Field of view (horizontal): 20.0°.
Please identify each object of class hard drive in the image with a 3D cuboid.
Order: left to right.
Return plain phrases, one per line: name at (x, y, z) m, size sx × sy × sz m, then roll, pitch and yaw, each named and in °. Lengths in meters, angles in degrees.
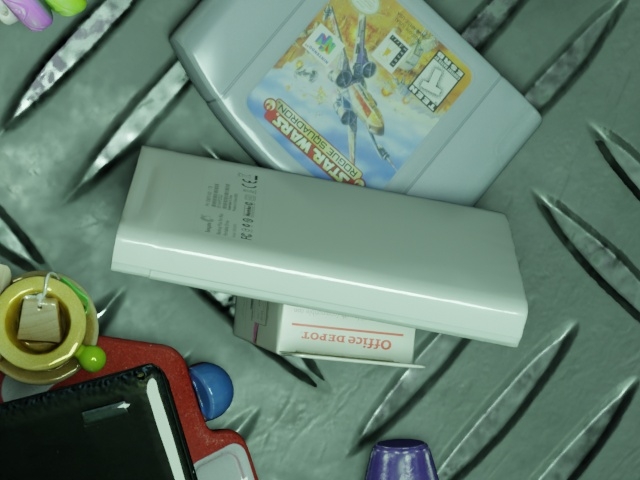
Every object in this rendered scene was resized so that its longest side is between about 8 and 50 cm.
hard drive at (0.000, 0.000, 1.420) m, size 0.307 × 0.203 × 0.040 m, roll 11°, pitch 112°, yaw -4°

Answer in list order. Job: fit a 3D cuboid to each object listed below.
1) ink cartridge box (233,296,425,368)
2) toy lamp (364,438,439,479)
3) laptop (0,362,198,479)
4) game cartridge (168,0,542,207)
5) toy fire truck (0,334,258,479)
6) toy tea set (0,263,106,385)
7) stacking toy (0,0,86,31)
ink cartridge box at (0.008, 0.060, 1.472) m, size 0.115 × 0.198 × 0.067 m, roll 6°, pitch 92°, yaw -17°
toy lamp at (0.072, 0.310, 1.567) m, size 0.080 × 0.080 × 0.274 m, roll -1°, pitch 93°, yaw -16°
laptop at (-0.213, 0.308, 1.318) m, size 0.382 × 0.236 × 0.408 m, roll -15°, pitch 95°, yaw 9°
game cartridge at (0.027, -0.126, 1.546) m, size 0.297 × 0.062 × 0.198 m, roll 41°, pitch 77°, yaw -14°
toy fire truck at (-0.158, 0.215, 1.469) m, size 0.254 × 0.169 × 0.302 m, roll -23°, pitch 98°, yaw -40°
toy tea set at (-0.271, 0.073, 1.273) m, size 0.336 × 0.124 × 0.200 m, roll 25°, pitch 78°, yaw 1°
stacking toy at (-0.223, -0.228, 1.430) m, size 0.302 × 0.166 × 0.175 m, roll -40°, pitch 87°, yaw 0°
